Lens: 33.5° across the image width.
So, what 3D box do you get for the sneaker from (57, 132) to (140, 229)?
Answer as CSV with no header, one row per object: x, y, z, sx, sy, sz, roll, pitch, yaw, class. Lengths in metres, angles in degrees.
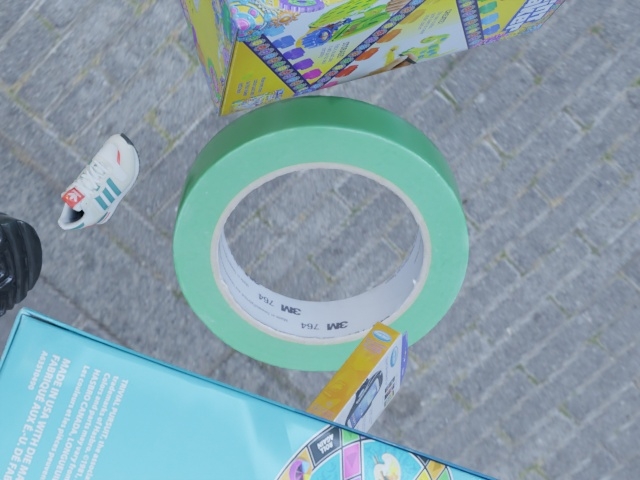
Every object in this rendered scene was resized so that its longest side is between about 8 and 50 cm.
-0.295,-0.070,1.391,0.057,0.075,0.161,46,128,12,sneaker

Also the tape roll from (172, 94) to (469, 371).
0.000,0.000,1.176,0.321,0.077,0.321,-1,123,-1,tape roll

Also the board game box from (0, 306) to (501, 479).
-0.003,0.205,0.418,0.336,0.079,0.254,20,75,-3,board game box

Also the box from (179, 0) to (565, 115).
0.018,-0.283,0.771,0.279,0.177,0.290,-18,81,-13,box

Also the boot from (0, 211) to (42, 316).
-0.474,0.034,1.016,0.260,0.348,0.131,22,120,27,boot

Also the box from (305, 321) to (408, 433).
0.029,0.129,0.869,0.028,0.136,0.081,24,143,22,box
